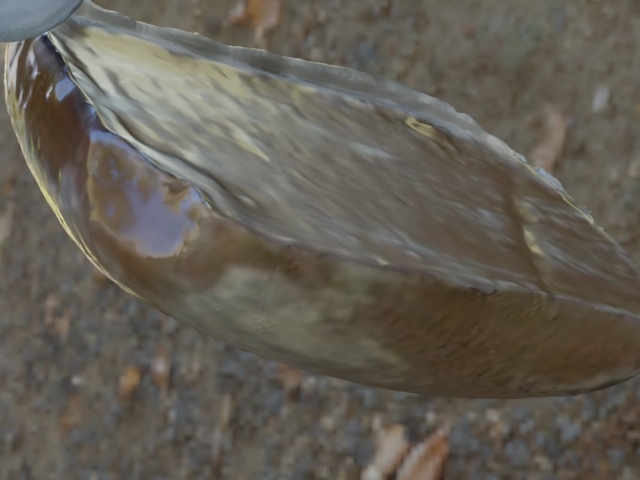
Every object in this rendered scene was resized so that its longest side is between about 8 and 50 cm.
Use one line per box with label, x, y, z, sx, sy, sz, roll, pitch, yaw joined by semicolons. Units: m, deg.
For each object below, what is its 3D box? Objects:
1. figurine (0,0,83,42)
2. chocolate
figurine;-0.126;-0.087;0.373;0.128;0.208;0.184;-45;-13;-8
chocolate;-0.002;0.000;0.694;0.080;0.254;0.157;-59;40;22
